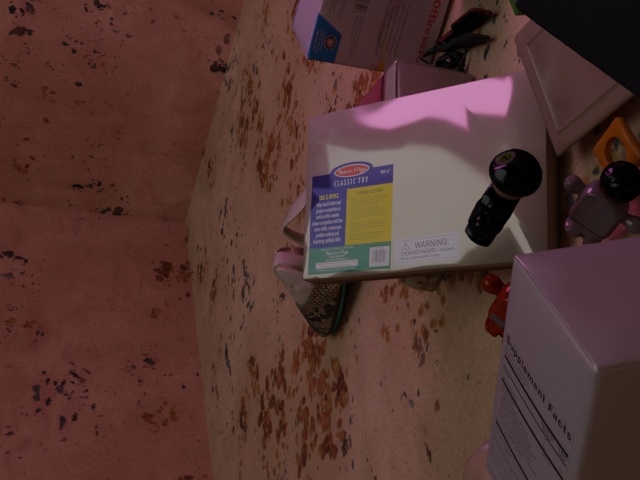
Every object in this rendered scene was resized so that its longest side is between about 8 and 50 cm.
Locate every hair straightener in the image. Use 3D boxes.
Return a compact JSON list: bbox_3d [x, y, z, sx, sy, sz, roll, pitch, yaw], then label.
[{"bbox_3d":[0.221,-0.321,1.572,0.230,0.047,0.089,172,104,-71],"label":"hair straightener"}]

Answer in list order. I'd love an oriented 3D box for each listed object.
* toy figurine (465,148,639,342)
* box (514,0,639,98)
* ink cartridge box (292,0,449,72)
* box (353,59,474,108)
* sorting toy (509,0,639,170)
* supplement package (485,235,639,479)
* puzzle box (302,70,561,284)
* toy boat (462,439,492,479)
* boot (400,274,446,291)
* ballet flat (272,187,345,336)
[{"bbox_3d":[0.279,0.007,1.041,0.148,0.209,0.213,105,163,-58],"label":"toy figurine"},{"bbox_3d":[0.353,-0.323,0.790,0.294,0.183,0.296,-56,1,-35],"label":"box"},{"bbox_3d":[0.090,-0.420,1.704,0.168,0.232,0.171,-110,31,-56],"label":"ink cartridge box"},{"bbox_3d":[0.148,-0.190,1.587,0.232,0.148,0.127,139,135,-62],"label":"box"},{"bbox_3d":[0.326,-0.224,1.158,0.196,0.047,0.348,127,131,-63],"label":"sorting toy"},{"bbox_3d":[0.286,0.165,0.907,0.175,0.177,0.293,-114,19,-54],"label":"supplement package"},{"bbox_3d":[0.151,-0.084,1.363,0.409,0.052,0.272,-6,76,36],"label":"puzzle box"},{"bbox_3d":[0.268,0.367,1.099,0.318,0.148,0.267,140,139,-74],"label":"toy boat"},{"bbox_3d":[0.197,-0.004,1.467,0.262,0.095,0.203,34,130,47],"label":"boot"},{"bbox_3d":[0.000,0.000,1.904,0.164,0.182,0.483,-107,29,-48],"label":"ballet flat"}]
